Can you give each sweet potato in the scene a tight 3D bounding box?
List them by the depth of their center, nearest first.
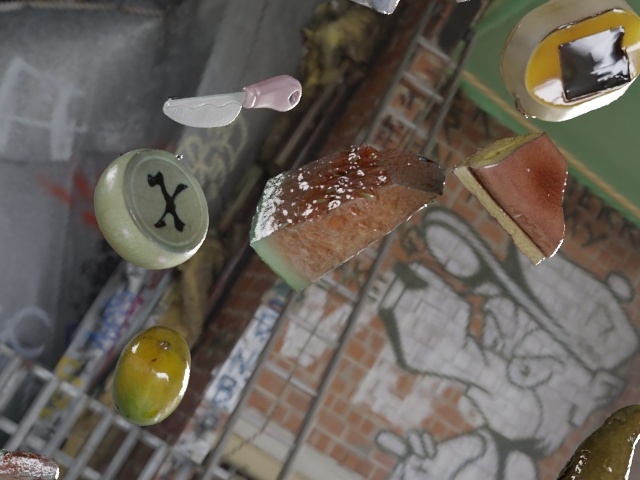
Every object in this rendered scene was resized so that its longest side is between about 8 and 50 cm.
[{"bbox_3d":[0.311,0.344,1.348,0.098,0.310,0.124,25,19,-7],"label":"sweet potato"}]

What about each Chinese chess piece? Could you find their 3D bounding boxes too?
[{"bbox_3d":[-0.312,-0.063,2.029,0.092,0.237,0.238,-24,-48,37],"label":"Chinese chess piece"}]

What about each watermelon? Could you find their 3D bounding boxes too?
[{"bbox_3d":[0.051,-0.058,1.473,0.257,0.193,0.140,-22,-57,34],"label":"watermelon"},{"bbox_3d":[-0.572,0.445,2.144,0.139,0.071,0.187,-4,-25,13],"label":"watermelon"}]

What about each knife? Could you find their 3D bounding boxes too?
[{"bbox_3d":[-0.165,-0.250,2.009,0.336,0.081,0.043,-17,44,-43],"label":"knife"}]

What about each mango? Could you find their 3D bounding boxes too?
[{"bbox_3d":[-0.266,0.214,1.727,0.114,0.156,0.251,10,-10,-6],"label":"mango"}]

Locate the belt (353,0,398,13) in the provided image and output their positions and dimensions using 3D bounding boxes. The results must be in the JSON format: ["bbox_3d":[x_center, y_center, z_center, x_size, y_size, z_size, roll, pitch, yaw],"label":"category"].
[{"bbox_3d":[-0.033,-0.428,1.486,0.347,0.117,0.212,21,16,-18],"label":"belt"}]

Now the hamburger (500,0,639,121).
[{"bbox_3d":[0.350,-0.256,1.516,0.116,0.210,0.173,-130,-161,-63],"label":"hamburger"}]

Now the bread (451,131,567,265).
[{"bbox_3d":[0.234,-0.067,1.285,0.067,0.119,0.192,9,-29,46],"label":"bread"}]
